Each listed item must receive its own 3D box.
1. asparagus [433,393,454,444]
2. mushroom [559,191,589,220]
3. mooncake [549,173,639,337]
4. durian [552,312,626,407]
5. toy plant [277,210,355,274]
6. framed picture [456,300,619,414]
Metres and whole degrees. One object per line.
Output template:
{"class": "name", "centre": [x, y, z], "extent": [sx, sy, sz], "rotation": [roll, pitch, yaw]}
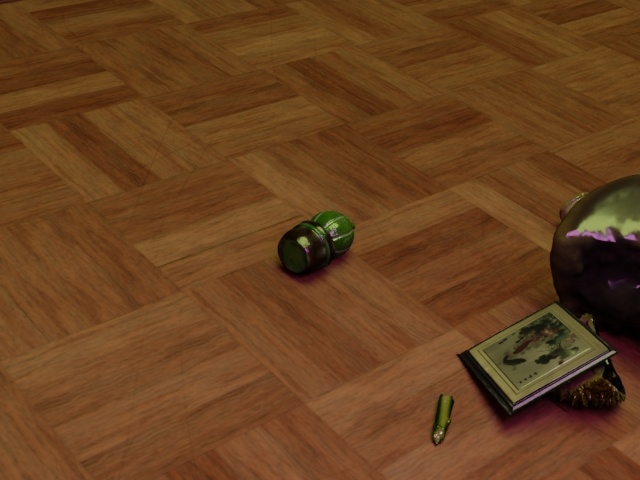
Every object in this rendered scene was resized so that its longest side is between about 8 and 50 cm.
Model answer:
{"class": "asparagus", "centre": [0.186, 0.268, 1.494], "extent": [0.025, 0.021, 0.108], "rotation": [13, 34, 8]}
{"class": "mushroom", "centre": [0.565, -0.009, 1.911], "extent": [0.108, 0.096, 0.247], "rotation": [-37, 45, -14]}
{"class": "mooncake", "centre": [0.592, 0.090, 1.611], "extent": [0.393, 0.246, 0.394], "rotation": [-12, 50, 10]}
{"class": "durian", "centre": [0.414, 0.213, 1.573], "extent": [0.108, 0.119, 0.187], "rotation": [-25, 27, 18]}
{"class": "toy plant", "centre": [0.000, 0.000, 1.799], "extent": [0.093, 0.093, 0.162], "rotation": [28, 36, 28]}
{"class": "framed picture", "centre": [0.337, 0.177, 1.557], "extent": [0.195, 0.010, 0.199], "rotation": [-29, 27, -4]}
